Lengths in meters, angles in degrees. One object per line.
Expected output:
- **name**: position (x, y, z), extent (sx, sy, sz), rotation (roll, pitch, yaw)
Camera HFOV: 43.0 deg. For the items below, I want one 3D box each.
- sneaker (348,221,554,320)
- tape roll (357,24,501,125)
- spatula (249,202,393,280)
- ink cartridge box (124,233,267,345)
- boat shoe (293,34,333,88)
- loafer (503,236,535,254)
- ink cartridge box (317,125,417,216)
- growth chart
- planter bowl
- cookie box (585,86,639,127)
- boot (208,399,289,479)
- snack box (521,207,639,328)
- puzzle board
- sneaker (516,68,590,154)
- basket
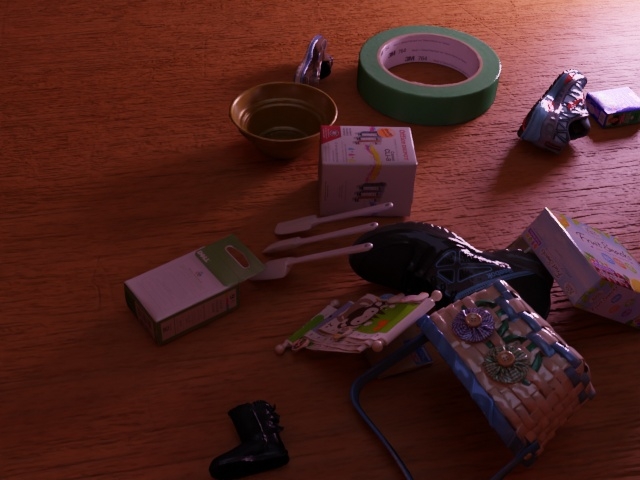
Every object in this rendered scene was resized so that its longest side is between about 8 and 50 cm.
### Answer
- **sneaker**: position (0.208, 0.065, 1.327), extent (0.341, 0.125, 0.139), rotation (10, 44, 9)
- **tape roll**: position (0.245, -0.382, 1.853), extent (0.322, 0.077, 0.321), rotation (2, 42, -1)
- **spatula**: position (0.000, 0.000, 1.392), extent (0.242, 0.019, 0.168), rotation (-10, 30, 29)
- **ink cartridge box**: position (-0.203, 0.078, 1.339), extent (0.209, 0.062, 0.109), rotation (-26, 49, -28)
- **boat shoe**: position (-0.007, -0.405, 1.883), extent (0.066, 0.066, 0.183), rotation (15, 54, 7)
- **loafer**: position (0.371, 0.011, 1.447), extent (0.148, 0.050, 0.056), rotation (-27, 50, -28)
- **ink cartridge box**: position (0.086, -0.131, 1.533), extent (0.176, 0.127, 0.128), rotation (1, 42, -3)
- **growth chart**: position (0.060, 0.125, 1.249), extent (0.237, 0.021, 0.172), rotation (-8, 24, 46)
- **planter bowl**: position (-0.076, -0.230, 1.661), extent (0.217, 0.090, 0.217), rotation (1, 42, -1)
- **cookie box**: position (0.655, -0.295, 1.800), extent (0.107, 0.040, 0.091), rotation (-10, 43, -12)
- **boot**: position (-0.107, 0.277, 1.140), extent (0.121, 0.045, 0.099), rotation (-7, 45, -20)
- **snack box**: position (0.451, 0.048, 1.327), extent (0.207, 0.070, 0.174), rotation (19, 31, -35)
- **puzzle board**: position (0.111, 0.161, 1.301), extent (0.097, 0.011, 0.128), rotation (-12, 45, -17)
- **sneaker**: position (0.522, -0.266, 1.743), extent (0.125, 0.104, 0.262), rotation (37, 55, 10)
- **basket**: position (0.206, 0.210, 1.132), extent (0.289, 0.201, 0.254), rotation (-43, 50, 4)
